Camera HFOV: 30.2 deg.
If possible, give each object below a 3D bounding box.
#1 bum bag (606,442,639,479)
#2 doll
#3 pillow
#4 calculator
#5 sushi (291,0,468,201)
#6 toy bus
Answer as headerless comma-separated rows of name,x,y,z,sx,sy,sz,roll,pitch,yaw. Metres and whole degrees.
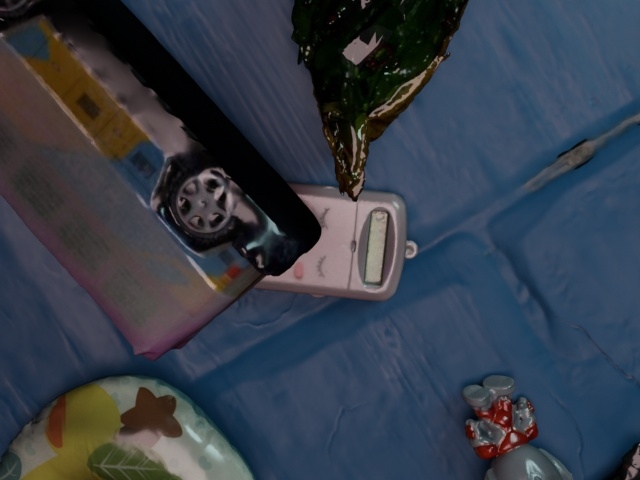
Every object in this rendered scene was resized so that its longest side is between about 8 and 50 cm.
bum bag,0.274,0.233,1.082,0.058,0.034,0.124,39,99,-14
doll,0.180,0.209,1.066,0.094,0.079,0.180,-19,85,-19
pillow,-0.167,0.233,1.081,0.214,0.086,0.233,-34,100,18
calculator,0.000,0.000,1.053,0.175,0.032,0.100,6,99,1
sushi,0.041,-0.189,0.963,0.149,0.140,0.287,28,99,-10
toy bus,-0.188,-0.090,0.958,0.162,0.171,0.386,-42,89,13
